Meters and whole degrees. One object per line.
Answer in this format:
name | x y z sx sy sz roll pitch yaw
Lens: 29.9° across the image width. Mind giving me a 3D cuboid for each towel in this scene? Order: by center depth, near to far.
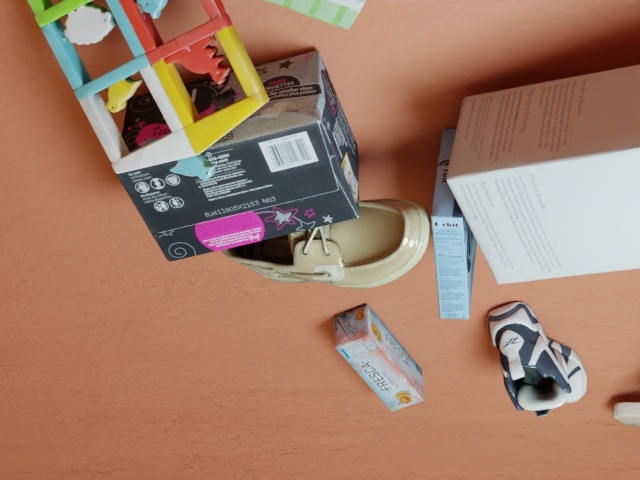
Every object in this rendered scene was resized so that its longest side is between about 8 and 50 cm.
towel | 0.012 -0.306 1.302 0.113 0.023 0.152 18 135 -16

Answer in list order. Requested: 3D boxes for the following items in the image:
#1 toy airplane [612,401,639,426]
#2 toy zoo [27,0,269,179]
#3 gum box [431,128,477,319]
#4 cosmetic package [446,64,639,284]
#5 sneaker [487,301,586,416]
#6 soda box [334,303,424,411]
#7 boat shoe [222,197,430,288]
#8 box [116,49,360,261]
toy airplane | 0.680 0.250 1.751 0.386 0.272 0.384 1 174 -14
toy zoo | -0.183 -0.200 1.286 0.192 0.030 0.293 -24 100 18
gum box | 0.169 -0.020 1.497 0.041 0.157 0.184 2 137 12
cosmetic package | 0.351 -0.079 1.356 0.366 0.155 0.197 -8 134 25
sneaker | 0.326 0.210 1.743 0.094 0.153 0.235 -20 133 20
soda box | 0.087 0.175 1.765 0.058 0.063 0.183 -21 132 20
boat shoe | 0.000 0.000 1.483 0.302 0.109 0.098 -5 166 44
box | -0.094 -0.101 1.422 0.247 0.142 0.163 -13 133 12
